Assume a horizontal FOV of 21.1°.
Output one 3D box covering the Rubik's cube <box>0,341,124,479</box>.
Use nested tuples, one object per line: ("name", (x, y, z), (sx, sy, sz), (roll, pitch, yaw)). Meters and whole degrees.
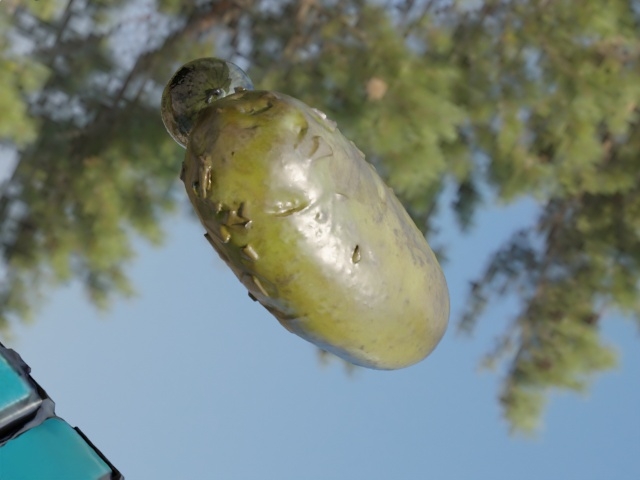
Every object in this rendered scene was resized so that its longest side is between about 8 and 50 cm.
("Rubik's cube", (-0.261, 0.250, 0.993), (0.288, 0.283, 0.293), (-26, 151, -44))

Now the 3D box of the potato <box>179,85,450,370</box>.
("potato", (0.000, 0.000, 1.171), (0.113, 0.251, 0.149), (-27, -144, 18))

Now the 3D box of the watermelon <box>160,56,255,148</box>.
("watermelon", (-0.092, -0.113, 1.422), (0.110, 0.078, 0.078), (141, -29, -68))
